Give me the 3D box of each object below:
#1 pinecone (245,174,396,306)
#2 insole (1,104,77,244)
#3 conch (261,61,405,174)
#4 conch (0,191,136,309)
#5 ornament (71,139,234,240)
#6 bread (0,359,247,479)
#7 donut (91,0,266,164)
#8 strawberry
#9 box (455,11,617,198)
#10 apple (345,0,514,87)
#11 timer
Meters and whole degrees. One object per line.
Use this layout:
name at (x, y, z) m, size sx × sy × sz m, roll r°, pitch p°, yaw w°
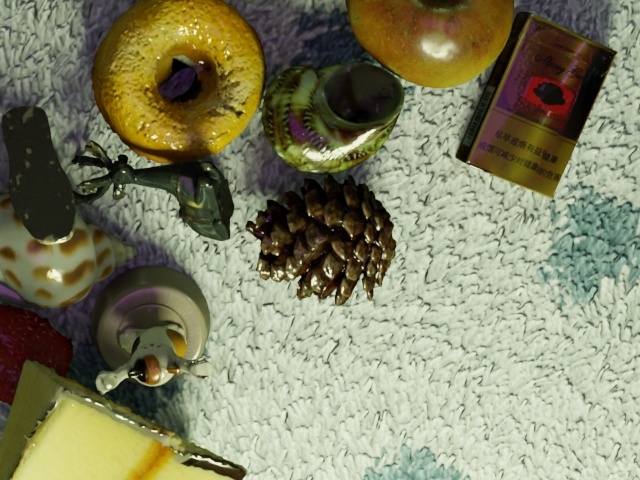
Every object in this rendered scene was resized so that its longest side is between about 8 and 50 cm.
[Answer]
pinecone at (0.004, 0.004, 1.595) m, size 0.205 × 0.179 × 0.184 m, roll -17°, pitch 62°, yaw -2°
insole at (-0.382, -0.091, 1.503) m, size 0.081 × 0.247 × 0.011 m, roll -13°, pitch 145°, yaw -13°
conch at (0.007, -0.179, 1.572) m, size 0.181 × 0.124 × 0.187 m, roll 42°, pitch 70°, yaw 10°
conch at (-0.393, 0.015, 1.545) m, size 0.275 × 0.183 × 0.148 m, roll 24°, pitch 67°, yaw -23°
ornament at (-0.247, -0.070, 1.569) m, size 0.236 × 0.202 × 0.080 m, roll 6°, pitch 70°, yaw 6°
bread at (-0.312, 0.390, 1.564) m, size 0.346 × 0.242 × 0.404 m, roll 21°, pitch 93°, yaw -31°
donut at (-0.192, -0.231, 1.553) m, size 0.254 × 0.118 × 0.253 m, roll 0°, pitch 90°, yaw -19°
strawberry at (-0.429, 0.164, 1.591) m, size 0.147 × 0.082 × 0.187 m, roll -34°, pitch 120°, yaw -11°
box at (0.322, -0.200, 1.666) m, size 0.159 × 0.071 × 0.240 m, roll 22°, pitch 98°, yaw -12°
apple at (0.151, -0.321, 1.556) m, size 0.237 × 0.207 × 0.236 m, roll 1°, pitch 84°, yaw -5°
timer at (-0.229, 0.147, 1.539) m, size 0.175 × 0.266 × 0.175 m, roll -2°, pitch 102°, yaw -10°
